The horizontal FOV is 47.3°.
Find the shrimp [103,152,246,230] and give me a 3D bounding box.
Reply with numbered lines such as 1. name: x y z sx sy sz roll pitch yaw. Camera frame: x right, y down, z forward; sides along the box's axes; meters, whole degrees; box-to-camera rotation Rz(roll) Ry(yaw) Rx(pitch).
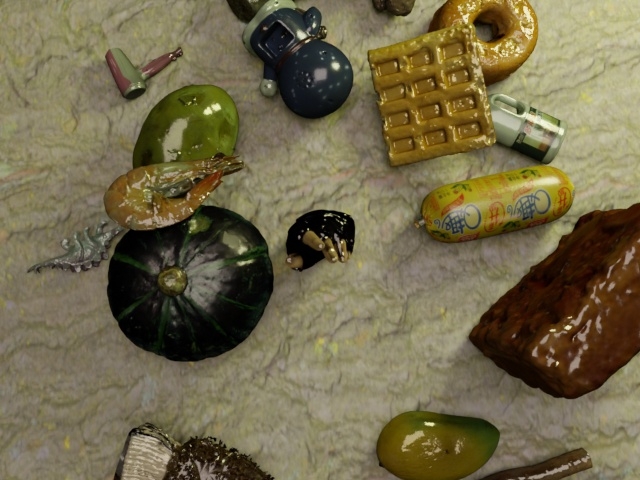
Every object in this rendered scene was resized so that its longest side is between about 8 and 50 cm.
1. shrimp: -0.257 -0.095 1.325 0.267 0.061 0.145 -20 53 -21

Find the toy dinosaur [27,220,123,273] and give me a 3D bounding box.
1. toy dinosaur: -0.487 0.026 1.455 0.208 0.039 0.082 -23 85 -5

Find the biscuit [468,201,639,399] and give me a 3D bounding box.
1. biscuit: 0.488 0.110 1.347 0.395 0.342 0.166 -43 90 -5

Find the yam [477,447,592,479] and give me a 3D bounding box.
1. yam: 0.373 0.475 1.436 0.326 0.045 0.045 -16 117 -4

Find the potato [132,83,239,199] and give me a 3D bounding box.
1. potato: -0.263 -0.194 1.447 0.253 0.148 0.186 -49 115 -14

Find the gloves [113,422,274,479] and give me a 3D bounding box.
1. gloves: -0.228 0.471 1.358 0.312 0.135 0.211 15 75 -4

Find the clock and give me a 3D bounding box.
1. clock: -0.043 -0.358 1.481 0.199 0.146 0.243 -43 83 16

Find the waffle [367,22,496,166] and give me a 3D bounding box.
1. waffle: 0.223 -0.289 1.469 0.221 0.055 0.248 -10 94 19

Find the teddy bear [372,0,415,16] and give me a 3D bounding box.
1. teddy bear: 0.127 -0.576 1.531 0.190 0.177 0.140 11 37 -2

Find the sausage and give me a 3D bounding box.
1. sausage: 0.354 -0.073 1.470 0.346 0.123 0.123 -13 83 -6

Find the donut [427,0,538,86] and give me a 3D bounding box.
1. donut: 0.342 -0.435 1.528 0.226 0.114 0.227 1 82 -5

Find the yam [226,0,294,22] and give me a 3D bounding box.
1. yam: -0.103 -0.530 1.526 0.183 0.107 0.107 -34 85 -5

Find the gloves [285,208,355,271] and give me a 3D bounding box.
1. gloves: 0.000 0.000 1.402 0.164 0.203 0.124 -34 87 -6

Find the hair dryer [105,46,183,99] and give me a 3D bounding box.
1. hair dryer: -0.358 -0.365 1.520 0.154 0.054 0.106 -24 79 -16

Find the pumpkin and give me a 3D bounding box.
1. pumpkin: -0.245 0.075 1.363 0.314 0.238 0.316 0 87 -2

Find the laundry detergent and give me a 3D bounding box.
1. laundry detergent: 0.394 -0.247 1.526 0.225 0.070 0.099 25 90 2

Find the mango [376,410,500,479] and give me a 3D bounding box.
1. mango: 0.227 0.404 1.415 0.237 0.091 0.137 8 88 -2
